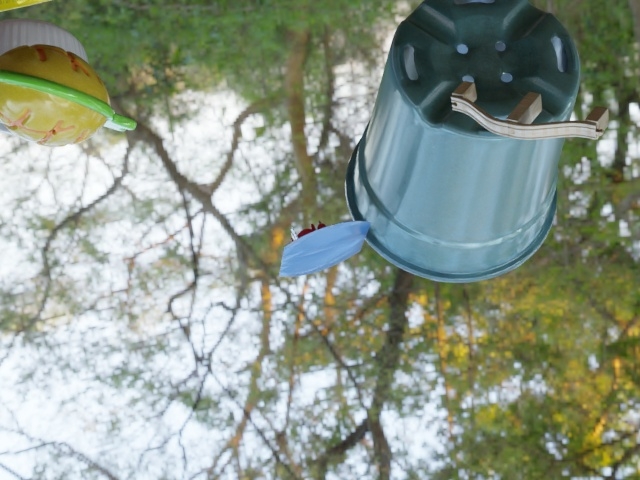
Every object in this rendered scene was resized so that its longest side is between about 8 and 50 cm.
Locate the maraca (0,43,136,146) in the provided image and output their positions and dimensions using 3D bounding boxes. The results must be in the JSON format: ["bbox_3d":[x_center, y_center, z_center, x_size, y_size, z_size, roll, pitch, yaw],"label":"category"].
[{"bbox_3d":[-0.269,-0.143,0.991,0.127,0.099,0.185,16,177,21],"label":"maraca"}]

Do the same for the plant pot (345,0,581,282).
[{"bbox_3d":[0.214,-0.163,1.395,0.341,0.341,0.334,-10,153,-7],"label":"plant pot"}]

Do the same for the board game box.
[{"bbox_3d":[0.000,0.000,1.414,0.133,0.033,0.169,-17,159,-14],"label":"board game box"}]

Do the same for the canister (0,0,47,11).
[{"bbox_3d":[-0.328,-0.334,0.999,0.126,0.170,0.073,-24,-137,-32],"label":"canister"}]

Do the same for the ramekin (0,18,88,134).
[{"bbox_3d":[-0.457,-0.256,1.501,0.207,0.109,0.207,-6,161,-2],"label":"ramekin"}]

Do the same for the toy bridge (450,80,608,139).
[{"bbox_3d":[0.230,-0.141,1.085,0.188,0.026,0.063,18,-131,34],"label":"toy bridge"}]
